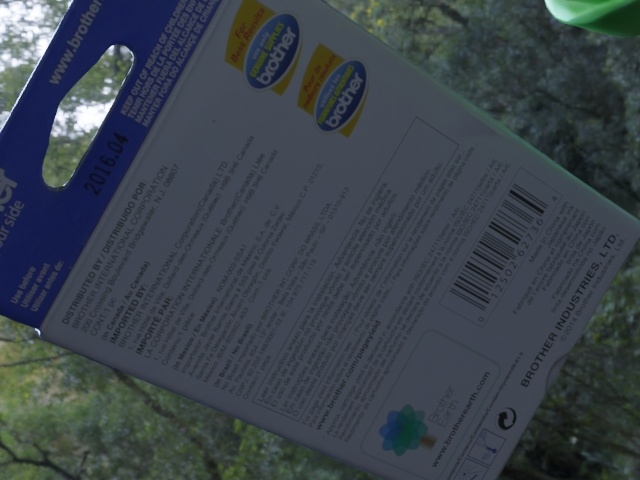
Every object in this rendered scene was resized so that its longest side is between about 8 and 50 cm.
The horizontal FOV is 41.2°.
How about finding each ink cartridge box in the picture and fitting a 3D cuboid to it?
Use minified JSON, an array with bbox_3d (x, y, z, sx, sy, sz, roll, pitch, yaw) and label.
[{"bbox_3d":[0.000,0.000,0.415,0.311,0.065,0.186,28,-87,-28],"label":"ink cartridge box"}]

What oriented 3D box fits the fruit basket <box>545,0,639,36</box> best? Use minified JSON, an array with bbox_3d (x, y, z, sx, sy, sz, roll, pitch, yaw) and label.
[{"bbox_3d":[0.201,-0.290,0.335,0.392,0.283,0.392,13,-110,-40],"label":"fruit basket"}]
